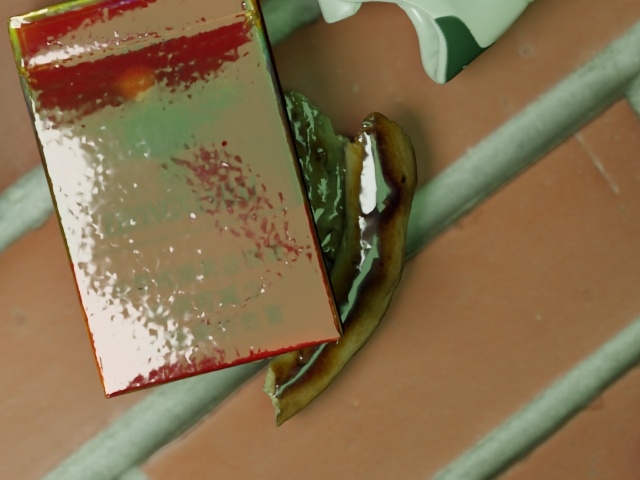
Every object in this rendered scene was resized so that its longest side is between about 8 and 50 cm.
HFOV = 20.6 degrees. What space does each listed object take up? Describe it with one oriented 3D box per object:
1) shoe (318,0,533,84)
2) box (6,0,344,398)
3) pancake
[{"bbox_3d":[0.013,-0.270,1.433,0.363,0.132,0.160,35,93,-18],"label":"shoe"},{"bbox_3d":[-0.114,-0.050,1.416,0.197,0.089,0.313,-14,94,2],"label":"box"},{"bbox_3d":[0.000,0.000,1.489,0.212,0.056,0.257,-24,100,-5],"label":"pancake"}]
